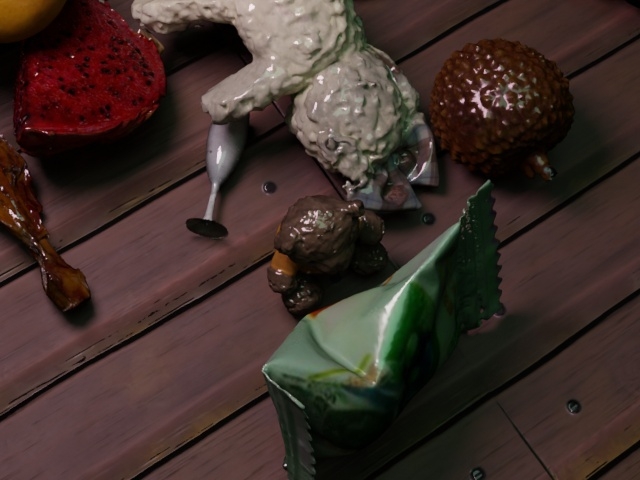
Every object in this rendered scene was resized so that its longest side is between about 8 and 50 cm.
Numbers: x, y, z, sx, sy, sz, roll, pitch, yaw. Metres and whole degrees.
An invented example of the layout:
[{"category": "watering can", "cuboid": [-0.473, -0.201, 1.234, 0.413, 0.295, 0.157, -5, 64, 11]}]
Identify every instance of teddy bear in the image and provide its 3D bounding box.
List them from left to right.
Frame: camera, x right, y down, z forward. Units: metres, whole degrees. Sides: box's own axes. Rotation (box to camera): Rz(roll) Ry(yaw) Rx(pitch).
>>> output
[{"category": "teddy bear", "cuboid": [-0.040, -0.223, 1.575, 0.375, 0.362, 0.327, 6, 36, 37]}, {"category": "teddy bear", "cuboid": [0.000, 0.000, 1.445, 0.177, 0.190, 0.140, -29, 78, -10]}]

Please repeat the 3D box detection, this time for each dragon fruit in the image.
[{"category": "dragon fruit", "cuboid": [-0.333, -0.210, 1.548, 0.205, 0.152, 0.317, 9, 50, -20]}]

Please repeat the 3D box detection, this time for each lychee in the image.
[{"category": "lychee", "cuboid": [0.261, -0.181, 1.544, 0.200, 0.200, 0.238, -24, 69, -14]}]

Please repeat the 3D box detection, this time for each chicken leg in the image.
[{"category": "chicken leg", "cuboid": [-0.410, -0.027, 1.474, 0.093, 0.113, 0.304, -36, 75, 5]}]

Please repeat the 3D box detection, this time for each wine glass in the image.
[{"category": "wine glass", "cuboid": [-0.141, -0.103, 1.550, 0.066, 0.066, 0.198, 11, 65, 1]}]

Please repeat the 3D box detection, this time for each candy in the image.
[{"category": "candy", "cuboid": [0.092, 0.123, 1.359, 0.398, 0.263, 0.172, -36, 61, -17]}]

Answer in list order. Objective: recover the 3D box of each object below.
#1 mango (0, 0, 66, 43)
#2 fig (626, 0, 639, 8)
[{"category": "mango", "cuboid": [-0.475, -0.454, 1.473, 0.300, 0.232, 0.446, -17, 68, -14]}, {"category": "fig", "cuboid": [0.507, -0.436, 1.682, 0.249, 0.186, 0.204, -28, 89, -7]}]
